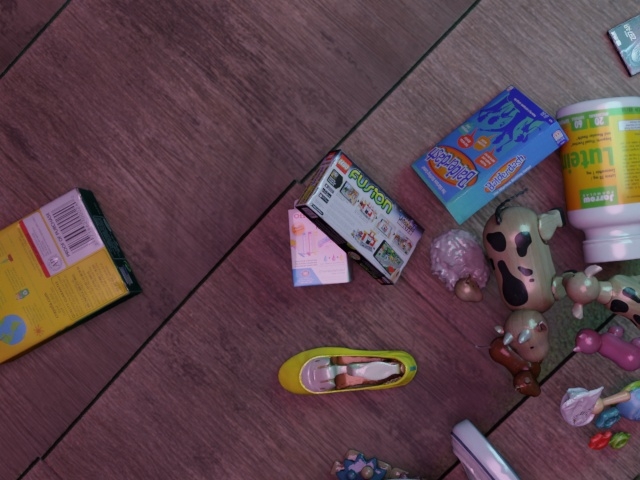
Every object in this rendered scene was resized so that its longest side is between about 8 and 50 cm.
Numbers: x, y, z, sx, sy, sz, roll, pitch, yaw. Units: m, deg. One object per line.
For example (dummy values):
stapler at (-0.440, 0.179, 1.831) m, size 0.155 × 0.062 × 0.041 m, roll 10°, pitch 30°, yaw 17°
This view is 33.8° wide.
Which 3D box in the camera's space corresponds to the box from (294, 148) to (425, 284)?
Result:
box at (0.065, -0.034, 1.659) m, size 0.207 × 0.036 × 0.114 m, roll 42°, pitch 65°, yaw -24°

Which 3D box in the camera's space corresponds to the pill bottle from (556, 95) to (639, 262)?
pill bottle at (0.446, -0.091, 1.630) m, size 0.136 × 0.136 × 0.245 m, roll -7°, pitch 88°, yaw 7°

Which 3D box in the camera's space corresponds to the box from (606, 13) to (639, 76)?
box at (0.507, -0.314, 1.685) m, size 0.067 × 0.018 × 0.083 m, roll -26°, pitch 86°, yaw 6°

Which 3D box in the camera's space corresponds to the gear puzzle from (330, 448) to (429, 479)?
gear puzzle at (0.053, 0.522, 1.719) m, size 0.176 × 0.044 × 0.338 m, roll 22°, pitch 92°, yaw 7°

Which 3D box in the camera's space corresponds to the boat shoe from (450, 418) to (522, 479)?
boat shoe at (0.283, 0.464, 1.650) m, size 0.156 × 0.136 × 0.367 m, roll -35°, pitch 94°, yaw 0°

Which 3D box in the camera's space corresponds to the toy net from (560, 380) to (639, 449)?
toy net at (0.422, 0.261, 1.606) m, size 0.122 × 0.232 × 0.045 m, roll -53°, pitch 44°, yaw 23°

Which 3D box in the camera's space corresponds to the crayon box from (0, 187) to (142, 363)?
crayon box at (-0.490, 0.072, 1.777) m, size 0.319 × 0.081 × 0.202 m, roll -27°, pitch 86°, yaw 6°

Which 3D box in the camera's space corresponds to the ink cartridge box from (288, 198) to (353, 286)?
ink cartridge box at (0.000, 0.000, 1.710) m, size 0.092 × 0.090 × 0.143 m, roll -5°, pitch 89°, yaw 7°

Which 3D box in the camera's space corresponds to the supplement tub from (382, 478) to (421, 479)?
supplement tub at (0.123, 0.550, 1.582) m, size 0.236 × 0.235 × 0.324 m, roll -8°, pitch 103°, yaw 7°

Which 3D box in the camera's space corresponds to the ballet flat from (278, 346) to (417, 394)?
ballet flat at (0.040, 0.212, 1.708) m, size 0.231 × 0.077 × 0.077 m, roll -4°, pitch 90°, yaw 7°

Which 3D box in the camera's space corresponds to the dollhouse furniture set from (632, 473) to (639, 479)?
dollhouse furniture set at (0.521, 0.461, 1.561) m, size 0.161 × 0.242 × 0.212 m, roll 42°, pitch 95°, yaw 6°

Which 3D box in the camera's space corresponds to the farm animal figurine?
farm animal figurine at (0.336, 0.083, 1.556) m, size 0.330 × 0.172 × 0.326 m, roll -33°, pitch 81°, yaw 37°

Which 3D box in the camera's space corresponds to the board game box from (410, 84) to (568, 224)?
board game box at (0.260, -0.137, 1.648) m, size 0.210 × 0.160 × 0.047 m, roll -39°, pitch 123°, yaw 5°
